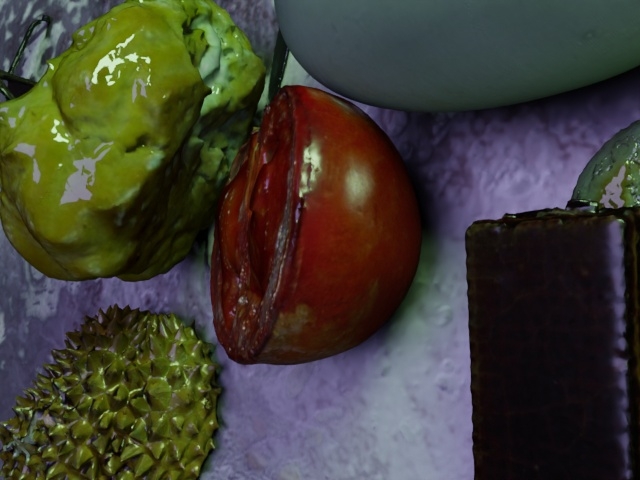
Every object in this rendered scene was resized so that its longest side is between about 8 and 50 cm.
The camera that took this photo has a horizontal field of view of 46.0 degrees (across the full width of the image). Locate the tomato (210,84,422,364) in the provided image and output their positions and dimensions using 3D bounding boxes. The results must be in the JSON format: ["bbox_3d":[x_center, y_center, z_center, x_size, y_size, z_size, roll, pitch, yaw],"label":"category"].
[{"bbox_3d":[0.000,0.000,0.582,0.233,0.139,0.201,164,115,-71],"label":"tomato"}]

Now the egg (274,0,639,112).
[{"bbox_3d":[0.118,-0.201,0.470,0.370,0.229,0.230,-15,74,41],"label":"egg"}]

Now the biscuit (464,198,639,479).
[{"bbox_3d":[0.151,0.168,0.450,0.107,0.073,0.389,-3,88,45],"label":"biscuit"}]

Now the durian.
[{"bbox_3d":[-0.206,0.171,0.714,0.250,0.138,0.183,-53,49,10],"label":"durian"}]

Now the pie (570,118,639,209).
[{"bbox_3d":[0.257,0.011,0.446,0.240,0.054,0.241,-6,80,37],"label":"pie"}]

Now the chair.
[{"bbox_3d":[-0.370,-0.183,0.879,0.174,0.149,0.213,18,98,35],"label":"chair"}]

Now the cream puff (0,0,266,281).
[{"bbox_3d":[-0.175,-0.100,0.646,0.185,0.282,0.282,26,99,12],"label":"cream puff"}]

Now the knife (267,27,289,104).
[{"bbox_3d":[-0.031,-0.211,0.716,0.023,0.010,0.170,13,92,42],"label":"knife"}]
